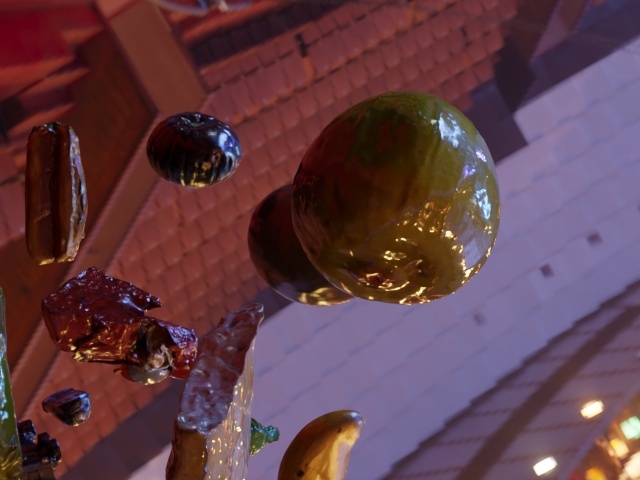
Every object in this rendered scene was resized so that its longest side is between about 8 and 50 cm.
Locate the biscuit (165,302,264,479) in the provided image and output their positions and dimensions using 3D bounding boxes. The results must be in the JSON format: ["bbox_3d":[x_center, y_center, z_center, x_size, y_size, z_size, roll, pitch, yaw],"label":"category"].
[{"bbox_3d":[-0.168,0.334,1.713,0.103,0.446,0.429,7,-151,2],"label":"biscuit"}]

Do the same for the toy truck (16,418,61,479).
[{"bbox_3d":[-0.466,0.363,1.739,0.101,0.125,0.242,-15,-166,-28],"label":"toy truck"}]

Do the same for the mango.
[{"bbox_3d":[-0.005,0.466,2.395,0.262,0.157,0.109,-62,-145,7],"label":"mango"}]

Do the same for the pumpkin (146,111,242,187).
[{"bbox_3d":[-0.261,-0.183,2.307,0.201,0.140,0.202,6,-154,-3],"label":"pumpkin"}]

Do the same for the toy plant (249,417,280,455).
[{"bbox_3d":[-0.200,0.407,2.365,0.240,0.088,0.154,0,-179,39],"label":"toy plant"}]

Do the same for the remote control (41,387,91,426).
[{"bbox_3d":[-0.586,0.385,2.588,0.090,0.066,0.266,-20,-176,-23],"label":"remote control"}]

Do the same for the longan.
[{"bbox_3d":[0.000,0.000,2.242,0.300,0.300,0.243,-38,148,-40],"label":"longan"}]

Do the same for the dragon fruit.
[{"bbox_3d":[-0.247,0.115,1.403,0.192,0.092,0.122,15,-152,4],"label":"dragon fruit"}]

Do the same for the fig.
[{"bbox_3d":[0.125,-0.079,1.720,0.343,0.343,0.343,-30,-172,5],"label":"fig"}]

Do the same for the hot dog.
[{"bbox_3d":[-0.488,-0.088,2.068,0.115,0.269,0.072,0,174,14],"label":"hot dog"}]

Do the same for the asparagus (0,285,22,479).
[{"bbox_3d":[-0.454,0.212,1.464,0.128,0.382,0.108,-7,-179,31],"label":"asparagus"}]

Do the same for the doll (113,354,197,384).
[{"bbox_3d":[-0.351,0.291,2.561,0.244,0.076,0.142,2,165,-16],"label":"doll"}]
